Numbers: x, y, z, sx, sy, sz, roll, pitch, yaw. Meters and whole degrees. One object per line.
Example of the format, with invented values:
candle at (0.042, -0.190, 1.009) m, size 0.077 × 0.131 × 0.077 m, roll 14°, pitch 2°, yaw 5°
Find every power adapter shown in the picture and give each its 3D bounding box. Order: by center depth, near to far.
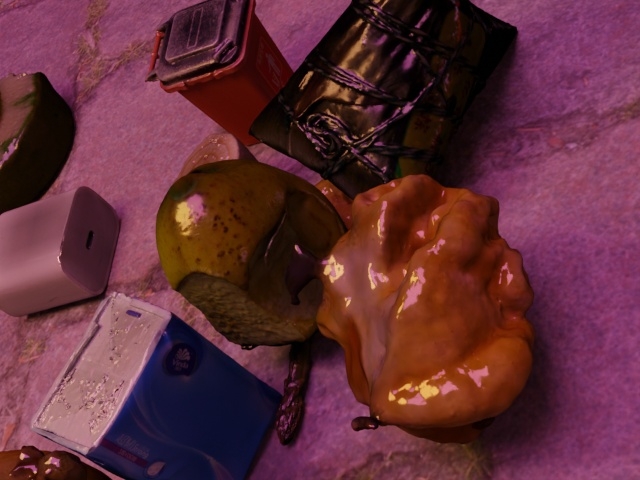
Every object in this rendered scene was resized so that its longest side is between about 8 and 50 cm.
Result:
power adapter at (-0.492, 0.029, 1.660) m, size 0.255 × 0.124 × 0.187 m, roll -16°, pitch 49°, yaw 26°

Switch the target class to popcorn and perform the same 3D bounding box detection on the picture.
popcorn at (0.124, 0.083, 1.116) m, size 0.297 × 0.281 × 0.315 m, roll -39°, pitch 63°, yaw 60°

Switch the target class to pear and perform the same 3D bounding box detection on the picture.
pear at (-0.085, -0.019, 1.233) m, size 0.164 × 0.255 × 0.238 m, roll -4°, pitch 52°, yaw 35°

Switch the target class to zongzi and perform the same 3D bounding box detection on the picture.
zongzi at (0.137, -0.227, 1.339) m, size 0.319 × 0.362 × 0.383 m, roll 41°, pitch 114°, yaw 31°

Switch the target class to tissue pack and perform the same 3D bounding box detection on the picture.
tissue pack at (-0.196, 0.216, 1.208) m, size 0.146 × 0.263 × 0.198 m, roll 12°, pitch 67°, yaw 40°

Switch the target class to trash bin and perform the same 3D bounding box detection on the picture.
trash bin at (-0.149, -0.267, 1.554) m, size 0.185 × 0.238 × 0.161 m, roll -11°, pitch 56°, yaw 26°

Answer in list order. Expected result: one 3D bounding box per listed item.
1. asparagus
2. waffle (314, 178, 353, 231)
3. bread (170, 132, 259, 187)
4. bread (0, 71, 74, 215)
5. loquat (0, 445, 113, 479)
asparagus at (-0.036, 0.197, 1.277) m, size 0.036 × 0.030 × 0.165 m, roll 5°, pitch 57°, yaw 10°
waffle at (0.000, 0.000, 1.378) m, size 0.274 × 0.057 × 0.168 m, roll -37°, pitch 44°, yaw 6°
bread at (-0.145, -0.070, 1.472) m, size 0.134 × 0.141 × 0.148 m, roll -8°, pitch 54°, yaw 29°
bread at (-0.680, -0.189, 1.948) m, size 0.366 × 0.129 × 0.382 m, roll 25°, pitch 75°, yaw 44°
loquat at (-0.358, 0.389, 1.147) m, size 0.359 × 0.329 × 0.328 m, roll -61°, pitch 40°, yaw 22°
